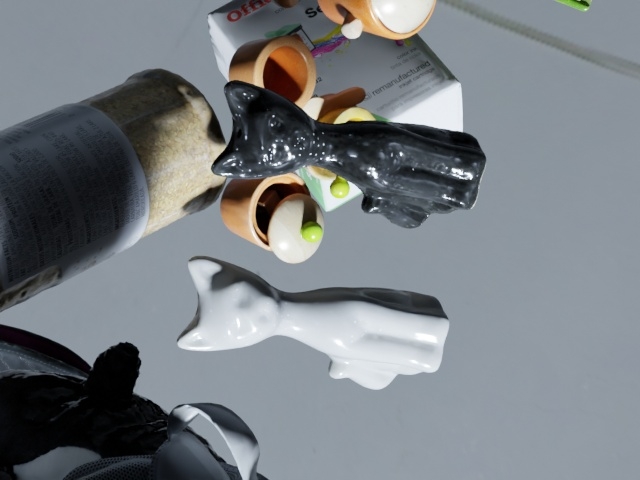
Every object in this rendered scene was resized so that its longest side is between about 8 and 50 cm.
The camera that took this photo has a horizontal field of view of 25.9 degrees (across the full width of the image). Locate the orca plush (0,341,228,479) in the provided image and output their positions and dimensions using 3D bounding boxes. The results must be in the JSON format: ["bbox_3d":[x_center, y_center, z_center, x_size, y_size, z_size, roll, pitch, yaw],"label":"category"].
[{"bbox_3d":[-0.134,0.116,0.852,0.151,0.287,0.102,-2,102,-32],"label":"orca plush"}]

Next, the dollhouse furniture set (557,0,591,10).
[{"bbox_3d":[0.386,-0.305,1.620,0.301,0.197,0.151,22,113,5],"label":"dollhouse furniture set"}]

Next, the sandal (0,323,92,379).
[{"bbox_3d":[-0.360,0.146,1.631,0.446,0.167,0.107,43,92,-8],"label":"sandal"}]

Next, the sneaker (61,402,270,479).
[{"bbox_3d":[-0.110,0.241,0.697,0.366,0.137,0.210,-40,91,19],"label":"sneaker"}]

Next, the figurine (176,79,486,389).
[{"bbox_3d":[0.000,0.000,1.057,0.209,0.092,0.215,12,90,-29],"label":"figurine"}]

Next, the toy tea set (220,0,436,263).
[{"bbox_3d":[0.013,-0.145,1.283,0.200,0.124,0.336,-1,99,-41],"label":"toy tea set"}]

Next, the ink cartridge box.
[{"bbox_3d":[0.015,-0.205,1.717,0.201,0.117,0.278,-30,60,-11],"label":"ink cartridge box"}]

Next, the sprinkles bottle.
[{"bbox_3d":[-0.221,-0.014,0.965,0.355,0.121,0.121,-31,98,-43],"label":"sprinkles bottle"}]
